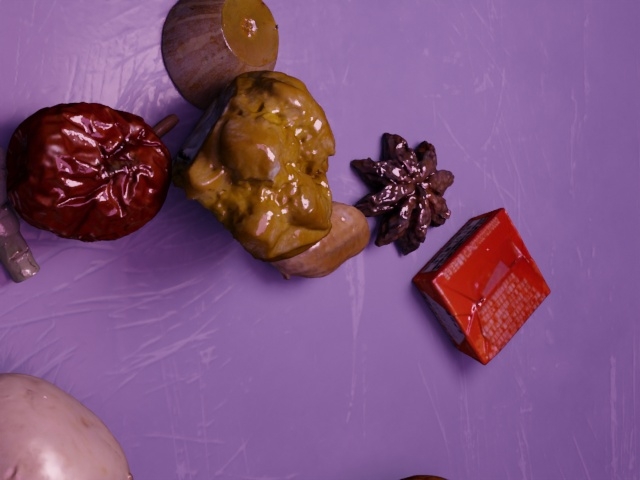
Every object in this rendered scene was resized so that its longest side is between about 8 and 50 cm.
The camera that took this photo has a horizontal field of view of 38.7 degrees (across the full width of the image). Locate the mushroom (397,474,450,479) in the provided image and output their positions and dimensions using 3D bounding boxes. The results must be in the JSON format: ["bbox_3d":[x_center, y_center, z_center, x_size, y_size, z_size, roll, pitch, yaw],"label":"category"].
[{"bbox_3d":[0.169,0.594,1.708,0.346,0.260,0.345,-1,93,-32],"label":"mushroom"}]

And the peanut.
[{"bbox_3d":[0.000,0.000,1.652,0.224,0.129,0.129,-21,104,-30],"label":"peanut"}]

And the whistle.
[{"bbox_3d":[-0.503,-0.053,1.374,0.126,0.067,0.258,-41,117,-37],"label":"whistle"}]

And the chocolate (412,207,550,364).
[{"bbox_3d":[0.329,0.090,1.870,0.237,0.108,0.234,-44,114,-21],"label":"chocolate"}]

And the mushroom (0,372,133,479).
[{"bbox_3d":[-0.457,0.376,1.325,0.314,0.314,0.336,35,96,-28],"label":"mushroom"}]

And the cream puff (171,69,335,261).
[{"bbox_3d":[-0.080,-0.123,1.470,0.270,0.323,0.274,33,93,-21],"label":"cream puff"}]

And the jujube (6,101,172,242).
[{"bbox_3d":[-0.349,-0.099,1.374,0.232,0.213,0.212,5,90,-37],"label":"jujube"}]

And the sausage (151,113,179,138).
[{"bbox_3d":[-0.287,-0.168,1.522,0.132,0.024,0.024,-44,113,-21],"label":"sausage"}]

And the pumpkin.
[{"bbox_3d":[-0.151,-0.336,1.555,0.218,0.110,0.217,2,86,-33],"label":"pumpkin"}]

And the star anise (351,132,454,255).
[{"bbox_3d":[0.173,-0.089,1.767,0.223,0.109,0.235,8,87,-36],"label":"star anise"}]
